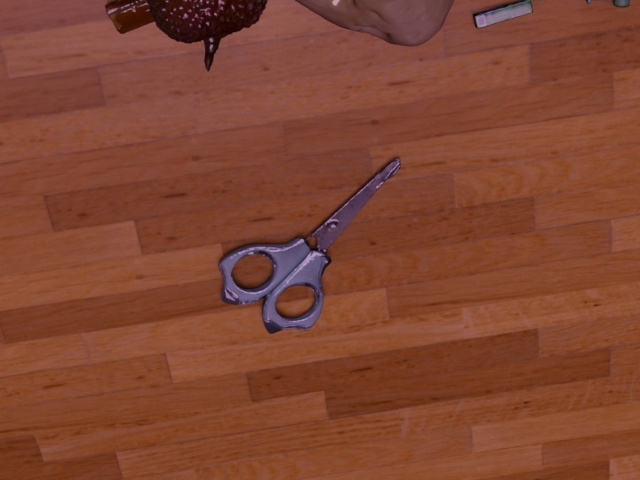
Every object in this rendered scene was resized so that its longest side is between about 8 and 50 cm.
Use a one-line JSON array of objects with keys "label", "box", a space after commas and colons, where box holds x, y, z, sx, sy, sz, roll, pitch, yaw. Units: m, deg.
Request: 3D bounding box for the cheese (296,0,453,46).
[{"label": "cheese", "box": [0.094, -0.357, 1.331, 0.247, 0.251, 0.174, 25, 77, -29]}]

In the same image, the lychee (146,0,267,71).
[{"label": "lychee", "box": [-0.148, -0.324, 1.369, 0.165, 0.165, 0.197, -12, 100, 1]}]

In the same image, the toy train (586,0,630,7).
[{"label": "toy train", "box": [0.406, -0.407, 1.434, 0.099, 0.070, 0.172, 2, 118, 5]}]

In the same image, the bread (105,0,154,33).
[{"label": "bread", "box": [-0.251, -0.317, 1.437, 0.083, 0.036, 0.047, -19, 121, 7]}]

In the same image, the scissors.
[{"label": "scissors", "box": [0.000, 0.001, 1.632, 0.191, 0.029, 0.360, 39, 109, -21]}]

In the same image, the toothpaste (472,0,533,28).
[{"label": "toothpaste", "box": [0.261, -0.325, 1.490, 0.083, 0.017, 0.020, -16, 116, 3]}]
